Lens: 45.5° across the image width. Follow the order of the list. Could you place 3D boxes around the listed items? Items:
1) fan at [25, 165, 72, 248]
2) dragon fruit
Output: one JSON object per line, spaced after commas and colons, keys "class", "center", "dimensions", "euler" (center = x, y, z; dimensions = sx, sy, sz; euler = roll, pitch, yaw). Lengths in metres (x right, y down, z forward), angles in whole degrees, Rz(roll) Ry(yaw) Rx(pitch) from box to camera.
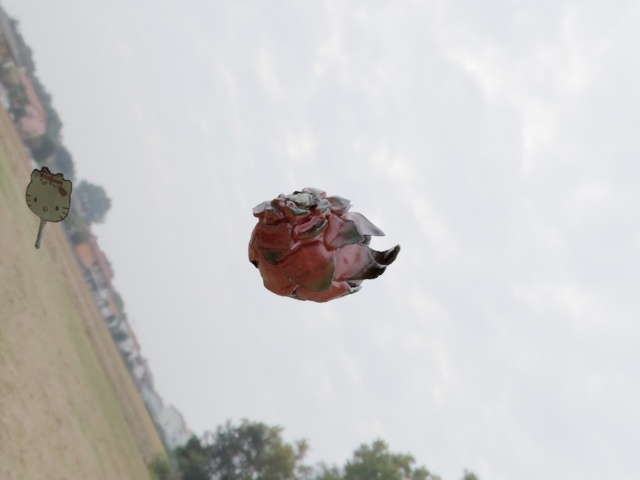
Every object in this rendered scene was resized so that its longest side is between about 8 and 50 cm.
{"class": "fan", "center": [-0.275, -0.031, 0.763], "dimensions": [0.055, 0.004, 0.083], "euler": [21, -79, 17]}
{"class": "dragon fruit", "center": [-0.004, 0.003, 0.764], "dimensions": [0.121, 0.142, 0.130], "euler": [-44, -154, 50]}
